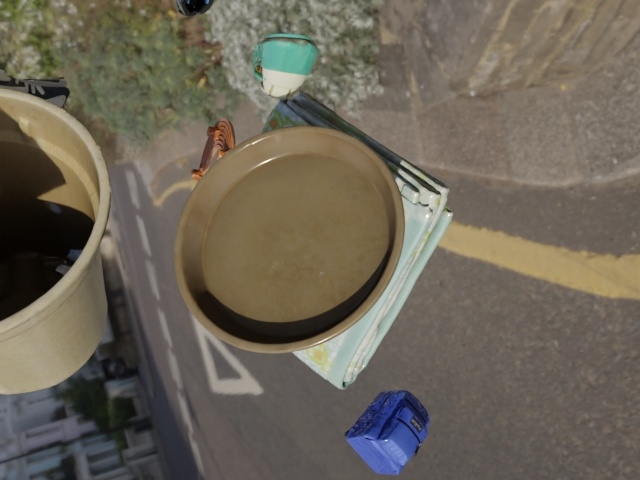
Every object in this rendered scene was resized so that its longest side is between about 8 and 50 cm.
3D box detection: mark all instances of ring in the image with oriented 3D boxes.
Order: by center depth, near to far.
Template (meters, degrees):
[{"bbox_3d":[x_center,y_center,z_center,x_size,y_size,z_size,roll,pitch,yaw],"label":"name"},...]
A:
[{"bbox_3d":[-0.229,-0.081,1.591,0.336,0.032,0.337,-171,90,-70],"label":"ring"}]

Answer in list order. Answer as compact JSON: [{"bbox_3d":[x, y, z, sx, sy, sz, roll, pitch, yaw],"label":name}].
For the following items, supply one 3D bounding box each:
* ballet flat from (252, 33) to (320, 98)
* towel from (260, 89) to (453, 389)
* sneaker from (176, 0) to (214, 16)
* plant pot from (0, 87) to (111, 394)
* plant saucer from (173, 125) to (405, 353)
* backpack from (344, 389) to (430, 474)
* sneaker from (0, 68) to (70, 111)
[{"bbox_3d":[-0.052,-0.242,1.115,0.247,0.083,0.087,-126,44,-75],"label":"ballet flat"},{"bbox_3d":[0.000,0.000,1.231,0.320,0.090,0.374,39,118,24],"label":"towel"},{"bbox_3d":[-0.185,-0.436,1.211,0.217,0.079,0.121,108,153,-57],"label":"sneaker"},{"bbox_3d":[-0.404,0.037,0.983,0.305,0.333,0.334,97,153,-59],"label":"plant pot"},{"bbox_3d":[-0.036,-0.003,0.914,0.278,0.277,0.041,66,-174,27],"label":"plant saucer"},{"bbox_3d":[0.121,0.300,1.264,0.101,0.120,0.098,-15,116,51],"label":"backpack"},{"bbox_3d":[-0.490,-0.250,1.292,0.094,0.153,0.235,15,143,33],"label":"sneaker"}]
